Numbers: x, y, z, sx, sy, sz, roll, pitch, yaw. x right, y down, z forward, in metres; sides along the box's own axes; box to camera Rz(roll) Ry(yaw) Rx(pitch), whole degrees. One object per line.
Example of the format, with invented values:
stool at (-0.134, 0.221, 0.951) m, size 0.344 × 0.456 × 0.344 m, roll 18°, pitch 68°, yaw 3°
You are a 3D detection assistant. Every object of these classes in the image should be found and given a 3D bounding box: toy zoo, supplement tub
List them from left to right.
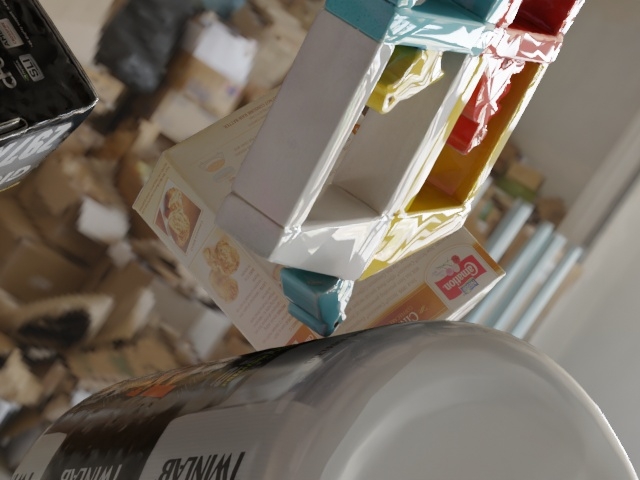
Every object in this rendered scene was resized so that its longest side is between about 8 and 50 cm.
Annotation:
supplement tub at (-0.027, 0.156, 0.689) m, size 0.207 × 0.207 × 0.338 m, roll 32°, pitch -26°, yaw -25°
toy zoo at (0.057, -0.090, 0.585) m, size 0.030 × 0.293 × 0.192 m, roll 34°, pitch 18°, yaw 20°

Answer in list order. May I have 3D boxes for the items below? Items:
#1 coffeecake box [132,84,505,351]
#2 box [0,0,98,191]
coffeecake box at (0.000, 0.000, 0.920) m, size 0.142 × 0.068 × 0.185 m, roll -34°, pitch 78°, yaw -38°
box at (-0.267, -0.137, 0.561) m, size 0.322 × 0.079 × 0.257 m, roll 56°, pitch 39°, yaw 2°
